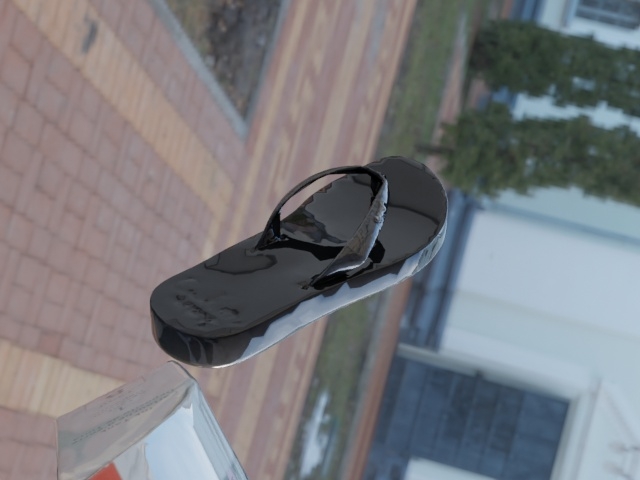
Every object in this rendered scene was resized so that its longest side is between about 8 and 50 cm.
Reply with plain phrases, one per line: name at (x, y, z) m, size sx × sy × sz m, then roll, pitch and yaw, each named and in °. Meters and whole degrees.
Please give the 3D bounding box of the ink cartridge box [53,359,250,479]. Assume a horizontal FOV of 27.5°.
ink cartridge box at (-0.010, 0.134, 0.363) m, size 0.189 × 0.066 × 0.232 m, roll 64°, pitch -14°, yaw -5°

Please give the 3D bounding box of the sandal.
sandal at (0.000, 0.001, 0.828) m, size 0.254 × 0.097 × 0.054 m, roll -34°, pitch 137°, yaw -44°
